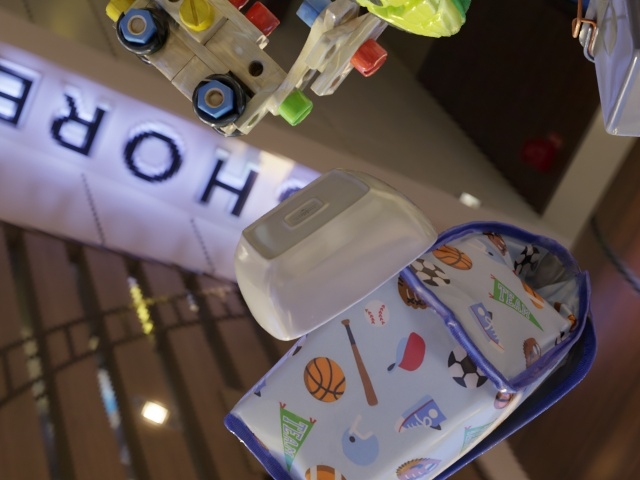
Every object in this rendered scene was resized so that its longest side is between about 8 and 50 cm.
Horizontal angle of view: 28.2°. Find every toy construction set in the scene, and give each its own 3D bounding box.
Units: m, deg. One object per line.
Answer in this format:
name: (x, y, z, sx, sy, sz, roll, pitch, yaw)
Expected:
toy construction set: (-0.075, -0.225, 1.168, 0.328, 0.215, 0.151, 44, -177, 24)

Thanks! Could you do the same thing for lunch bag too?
lunch bag: (0.137, 0.149, 1.513, 0.239, 0.328, 0.385, 52, -152, 10)

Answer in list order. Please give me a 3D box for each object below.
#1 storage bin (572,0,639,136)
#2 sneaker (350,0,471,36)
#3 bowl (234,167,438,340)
storage bin: (0.232, -0.139, 0.911, 0.098, 0.135, 0.091, 3, -119, 1)
sneaker: (0.026, -0.239, 0.720, 0.109, 0.123, 0.295, 27, 156, 51)
bowl: (0.000, 0.000, 0.920, 0.053, 0.142, 0.142, 57, 175, -21)
